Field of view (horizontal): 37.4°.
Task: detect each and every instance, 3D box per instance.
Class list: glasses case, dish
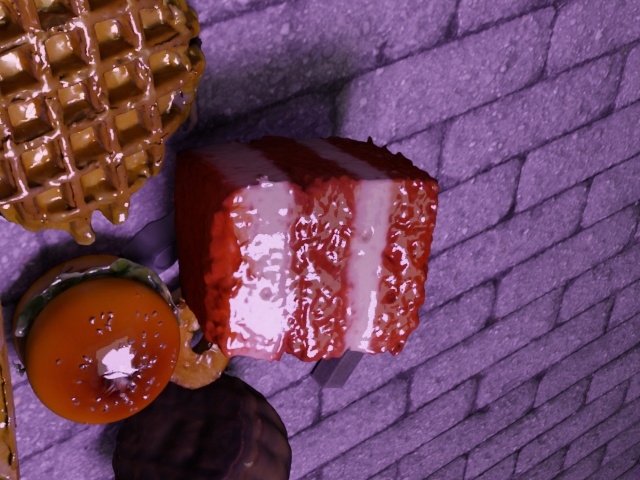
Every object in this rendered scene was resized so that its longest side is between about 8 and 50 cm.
[{"bbox_3d":[0.062,0.198,1.860,0.070,0.047,0.205,12,114,-53],"label":"glasses case"},{"bbox_3d":[-0.228,0.007,1.417,0.137,0.039,0.091,-44,142,-1],"label":"dish"}]

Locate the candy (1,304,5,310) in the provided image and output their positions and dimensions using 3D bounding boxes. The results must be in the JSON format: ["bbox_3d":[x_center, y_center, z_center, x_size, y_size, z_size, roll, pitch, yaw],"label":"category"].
[{"bbox_3d":[-0.511,0.128,1.258,0.201,0.060,0.061,-28,140,-36],"label":"candy"}]

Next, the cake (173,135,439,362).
[{"bbox_3d":[-0.036,0.001,1.346,0.319,0.269,0.270,-2,109,-23],"label":"cake"}]

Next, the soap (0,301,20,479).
[{"bbox_3d":[-0.515,0.147,1.101,0.293,0.156,0.335,-6,122,-15],"label":"soap"}]

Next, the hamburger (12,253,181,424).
[{"bbox_3d":[-0.308,0.145,1.327,0.246,0.170,0.246,-14,123,-22],"label":"hamburger"}]

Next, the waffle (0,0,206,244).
[{"bbox_3d":[-0.316,-0.173,1.139,0.379,0.095,0.382,16,109,-47],"label":"waffle"}]

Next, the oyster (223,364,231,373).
[{"bbox_3d":[-0.158,0.186,1.625,0.083,0.081,0.038,-26,177,28],"label":"oyster"}]

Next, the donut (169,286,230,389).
[{"bbox_3d":[-0.202,0.144,1.515,0.162,0.065,0.178,42,74,-43],"label":"donut"}]

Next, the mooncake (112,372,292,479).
[{"bbox_3d":[-0.197,0.358,1.563,0.290,0.290,0.161,-41,140,-7],"label":"mooncake"}]
